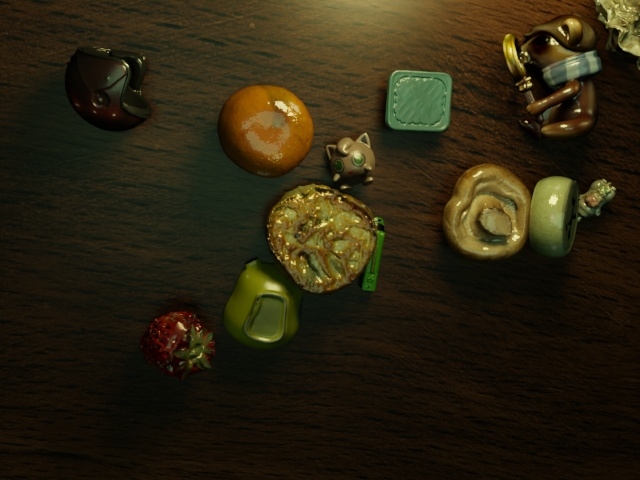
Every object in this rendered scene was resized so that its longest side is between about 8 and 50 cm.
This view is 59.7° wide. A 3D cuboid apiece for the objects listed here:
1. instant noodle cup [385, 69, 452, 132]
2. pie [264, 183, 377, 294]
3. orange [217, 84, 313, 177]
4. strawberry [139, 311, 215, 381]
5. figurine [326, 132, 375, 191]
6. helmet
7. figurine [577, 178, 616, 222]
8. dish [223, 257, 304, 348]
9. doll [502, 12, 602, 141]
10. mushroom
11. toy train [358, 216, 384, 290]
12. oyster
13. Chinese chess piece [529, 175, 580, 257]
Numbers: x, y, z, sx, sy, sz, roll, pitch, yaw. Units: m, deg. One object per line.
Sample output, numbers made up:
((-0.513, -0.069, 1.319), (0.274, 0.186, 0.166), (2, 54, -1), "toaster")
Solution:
((0.257, -0.371, 1.494), (0.179, 0.070, 0.157), (1, 101, -9), "instant noodle cup")
((0.000, 0.000, 1.511), (0.315, 0.092, 0.315), (0, 92, -12), "pie")
((-0.138, -0.275, 1.400), (0.240, 0.171, 0.240), (-1, 96, -12), "orange")
((-0.393, 0.275, 1.495), (0.201, 0.187, 0.184), (0, 99, 30), "strawberry")
((0.083, -0.206, 1.478), (0.125, 0.125, 0.138), (-12, 87, -6), "figurine")
((-0.496, -0.360, 1.314), (0.193, 0.189, 0.216), (-36, 110, 10), "helmet")
((0.782, -0.115, 1.632), (0.146, 0.081, 0.098), (-42, 142, 3), "figurine")
((-0.146, 0.193, 1.540), (0.221, 0.108, 0.262), (14, 100, -13), "dish")
((0.636, -0.422, 1.495), (0.318, 0.209, 0.340), (-24, 110, -37), "doll")
((0.464, -0.071, 1.559), (0.278, 0.146, 0.278), (0, 98, -3), "mushroom")
((0.150, 0.039, 1.585), (0.044, 0.042, 0.209), (6, 102, -11), "toy train")
((0.787, -0.574, 1.446), (0.115, 0.238, 0.351), (-19, 77, 29), "oyster")
((0.655, -0.069, 1.556), (0.092, 0.238, 0.238), (6, 107, 35), "Chinese chess piece")
